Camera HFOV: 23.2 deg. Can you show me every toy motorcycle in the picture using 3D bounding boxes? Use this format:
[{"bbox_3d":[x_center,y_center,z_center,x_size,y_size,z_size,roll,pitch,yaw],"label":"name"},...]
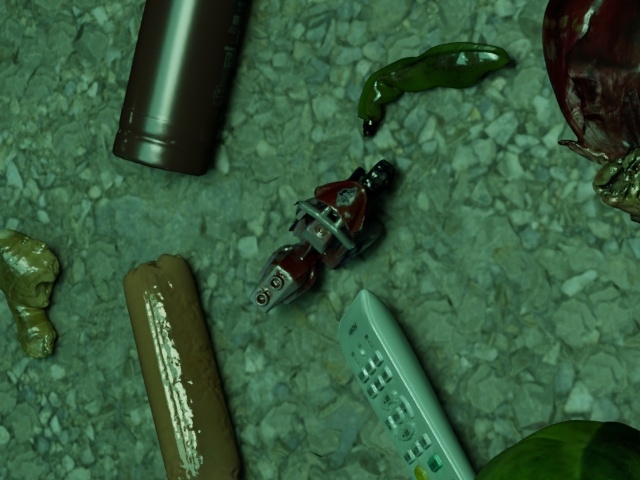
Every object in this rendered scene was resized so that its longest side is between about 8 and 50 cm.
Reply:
[{"bbox_3d":[0.001,0.001,1.675,0.082,0.122,0.213,44,110,9],"label":"toy motorcycle"}]

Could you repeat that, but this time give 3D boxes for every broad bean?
[{"bbox_3d":[0.113,-0.175,1.658,0.195,0.046,0.061,-26,88,31],"label":"broad bean"}]

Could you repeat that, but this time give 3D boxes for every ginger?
[{"bbox_3d":[-0.350,0.058,1.903,0.096,0.067,0.165,-24,90,26],"label":"ginger"}]

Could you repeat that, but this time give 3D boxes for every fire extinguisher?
[{"bbox_3d":[-0.148,-0.250,1.775,0.135,0.114,0.337,-146,69,-72],"label":"fire extinguisher"}]

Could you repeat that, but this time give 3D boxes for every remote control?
[{"bbox_3d":[0.104,0.190,1.639,0.293,0.051,0.103,63,156,16],"label":"remote control"}]

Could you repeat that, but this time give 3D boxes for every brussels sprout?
[{"bbox_3d":[0.267,0.292,1.468,0.271,0.219,0.210,39,124,4],"label":"brussels sprout"}]

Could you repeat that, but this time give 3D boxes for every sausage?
[{"bbox_3d":[-0.158,0.158,1.777,0.086,0.086,0.289,-20,80,27],"label":"sausage"}]

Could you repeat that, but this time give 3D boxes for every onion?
[{"bbox_3d":[0.325,-0.169,1.445,0.280,0.221,0.281,-6,71,17],"label":"onion"}]
